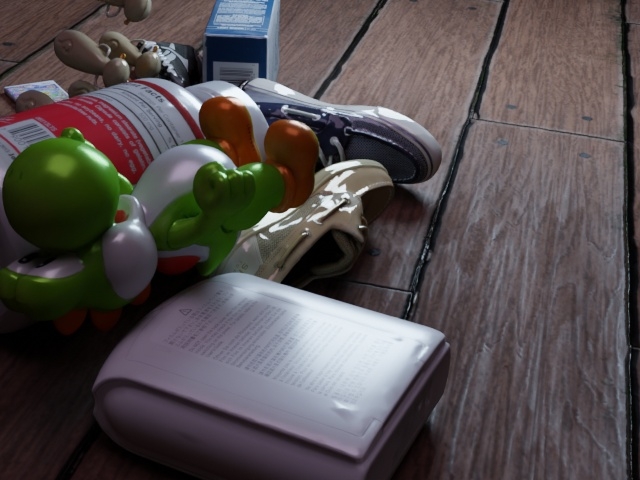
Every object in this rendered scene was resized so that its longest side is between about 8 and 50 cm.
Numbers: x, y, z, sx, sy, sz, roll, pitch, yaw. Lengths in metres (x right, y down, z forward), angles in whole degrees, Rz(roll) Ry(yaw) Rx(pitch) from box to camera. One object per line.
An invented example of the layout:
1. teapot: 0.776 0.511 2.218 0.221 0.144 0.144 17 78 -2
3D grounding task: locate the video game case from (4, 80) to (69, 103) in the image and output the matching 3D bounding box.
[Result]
1. video game case: -0.461 -0.234 1.820 0.087 0.011 0.122 -15 34 -30

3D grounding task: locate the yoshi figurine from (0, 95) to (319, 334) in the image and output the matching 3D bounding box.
1. yoshi figurine: -0.175 -0.058 1.117 0.362 0.203 0.203 -34 86 -39

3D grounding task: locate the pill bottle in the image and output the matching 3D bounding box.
1. pill bottle: -0.254 -0.063 1.319 0.229 0.229 0.407 26 35 34

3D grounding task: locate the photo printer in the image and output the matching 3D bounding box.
1. photo printer: -0.053 0.142 1.102 0.307 0.107 0.256 15 30 19

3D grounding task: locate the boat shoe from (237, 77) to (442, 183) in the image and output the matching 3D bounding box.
1. boat shoe: -0.006 -0.123 1.603 0.340 0.127 0.158 17 47 22

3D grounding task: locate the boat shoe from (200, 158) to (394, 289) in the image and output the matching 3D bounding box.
1. boat shoe: 0.000 0.000 1.372 0.110 0.122 0.341 34 41 23

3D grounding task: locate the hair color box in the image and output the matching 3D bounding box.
1. hair color box: -0.128 -0.319 1.854 0.105 0.174 0.347 3 29 0

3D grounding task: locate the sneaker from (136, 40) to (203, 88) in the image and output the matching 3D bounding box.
1. sneaker: -0.240 -0.292 1.888 0.106 0.078 0.234 -10 30 -20

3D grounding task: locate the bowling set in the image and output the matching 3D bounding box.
1. bowling set: -0.316 -0.258 1.725 0.154 0.287 0.200 32 5 30
